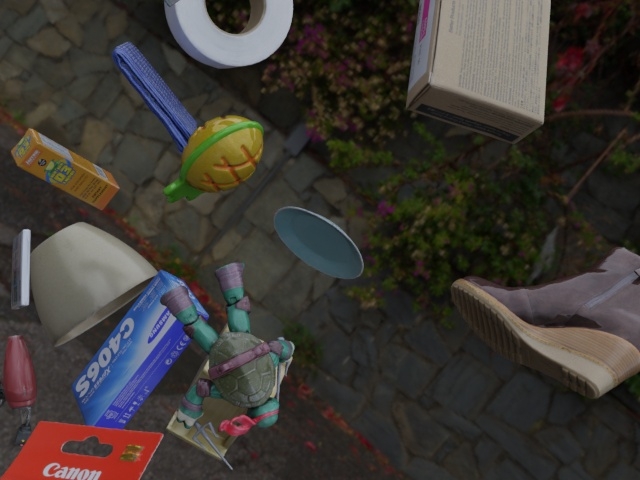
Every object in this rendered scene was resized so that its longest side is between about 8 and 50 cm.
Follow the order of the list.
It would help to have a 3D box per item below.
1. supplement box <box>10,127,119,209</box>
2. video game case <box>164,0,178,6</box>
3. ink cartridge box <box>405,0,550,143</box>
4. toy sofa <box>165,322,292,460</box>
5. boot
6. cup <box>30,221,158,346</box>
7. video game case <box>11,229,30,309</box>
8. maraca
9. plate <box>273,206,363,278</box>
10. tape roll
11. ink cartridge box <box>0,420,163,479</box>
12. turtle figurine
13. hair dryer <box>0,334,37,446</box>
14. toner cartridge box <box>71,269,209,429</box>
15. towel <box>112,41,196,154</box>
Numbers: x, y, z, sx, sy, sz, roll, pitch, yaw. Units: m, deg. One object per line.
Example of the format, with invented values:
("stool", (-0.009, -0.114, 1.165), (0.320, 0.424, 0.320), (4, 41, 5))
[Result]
("supplement box", (-0.579, -0.159, 1.686), (0.233, 0.078, 0.080), (33, 11, -44))
("video game case", (-0.143, -0.403, 1.069), (0.015, 0.166, 0.119), (53, 33, -24))
("ink cartridge box", (0.242, -0.287, 1.124), (0.193, 0.234, 0.088), (15, -21, -15))
("toy sofa", (-0.190, 0.308, 1.568), (0.150, 0.362, 0.177), (30, 49, -4))
("boot", (0.320, 0.076, 0.960), (0.248, 0.207, 0.090), (34, -29, 35))
("cup", (-0.634, 0.093, 1.972), (0.237, 0.331, 0.331), (55, 7, -1))
("video game case", (-0.635, 0.064, 1.565), (0.019, 0.157, 0.143), (2, -9, -30))
("maraca", (-0.157, -0.114, 1.089), (0.127, 0.186, 0.099), (-7, 62, -55))
("plate", (0.000, 0.000, 1.320), (0.188, 0.024, 0.188), (27, -28, 16))
("tape roll", (-0.211, -0.543, 1.703), (0.286, 0.286, 0.100), (36, -6, -26))
("ink cartridge box", (-0.478, 0.433, 1.197), (0.385, 0.308, 0.091), (-63, 141, -45))
("turtle figurine", (-0.103, 0.154, 0.929), (0.234, 0.175, 0.118), (66, -28, 7))
("hair dryer", (-0.818, 0.377, 1.944), (0.080, 0.293, 0.224), (-4, 32, -46))
("toner cartridge box", (-0.406, 0.250, 1.643), (0.075, 0.348, 0.165), (35, 4, -42))
("towel", (-0.342, -0.304, 1.547), (0.243, 0.040, 0.336), (53, 2, -19))
